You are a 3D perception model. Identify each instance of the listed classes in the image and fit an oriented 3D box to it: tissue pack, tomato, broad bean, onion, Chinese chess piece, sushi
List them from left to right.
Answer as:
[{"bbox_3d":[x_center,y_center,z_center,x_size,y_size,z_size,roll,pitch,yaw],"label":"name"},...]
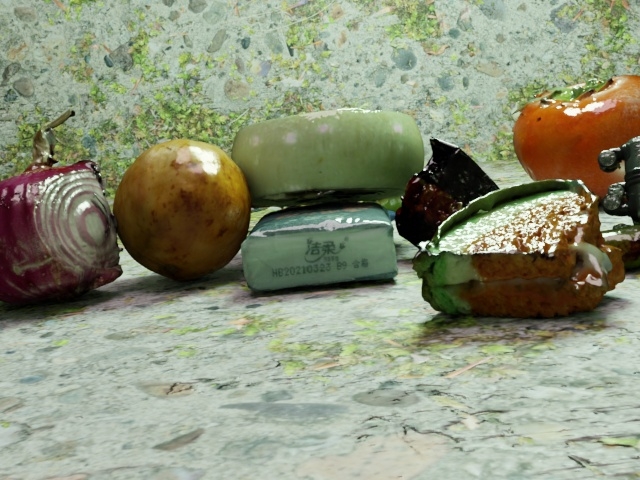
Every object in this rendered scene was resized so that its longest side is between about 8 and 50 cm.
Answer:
[{"bbox_3d":[-0.455,-0.009,1.276,0.230,0.272,0.256,-22,-18,-47],"label":"onion"},{"bbox_3d":[0.000,0.000,1.323,0.228,0.103,0.315,-7,8,2],"label":"tissue pack"},{"bbox_3d":[0.014,-0.139,1.471,0.349,0.146,0.349,-5,-1,0],"label":"Chinese chess piece"},{"bbox_3d":[0.207,-0.049,1.336,0.150,0.172,0.153,-51,43,-8],"label":"sushi"},{"bbox_3d":[0.370,0.013,1.139,0.339,0.061,0.077,-4,23,13],"label":"broad bean"},{"bbox_3d":[0.596,-0.209,1.778,0.341,0.273,0.341,-18,14,5],"label":"tomato"}]

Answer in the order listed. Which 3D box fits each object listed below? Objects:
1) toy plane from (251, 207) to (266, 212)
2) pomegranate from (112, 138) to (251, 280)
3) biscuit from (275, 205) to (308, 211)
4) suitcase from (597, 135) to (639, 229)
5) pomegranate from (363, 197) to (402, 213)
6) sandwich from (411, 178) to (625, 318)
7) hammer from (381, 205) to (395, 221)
[{"bbox_3d":[-0.252,-0.068,1.894,0.223,0.104,0.326,-10,10,-22],"label":"toy plane"},{"bbox_3d":[-0.229,-0.054,1.346,0.248,0.248,0.248,-5,9,1],"label":"pomegranate"},{"bbox_3d":[-0.006,-0.068,1.973,0.236,0.039,0.180,-2,8,11],"label":"biscuit"},{"bbox_3d":[0.572,-0.078,1.169,0.312,0.128,0.202,-8,-19,23],"label":"suitcase"},{"bbox_3d":[0.146,-0.127,1.888,0.122,0.143,0.169,-4,20,-18],"label":"pomegranate"},{"bbox_3d":[0.260,0.017,0.997,0.212,0.109,0.292,11,30,28],"label":"sandwich"},{"bbox_3d":[0.109,-0.041,1.643,0.116,0.069,0.194,-2,5,29],"label":"hammer"}]
